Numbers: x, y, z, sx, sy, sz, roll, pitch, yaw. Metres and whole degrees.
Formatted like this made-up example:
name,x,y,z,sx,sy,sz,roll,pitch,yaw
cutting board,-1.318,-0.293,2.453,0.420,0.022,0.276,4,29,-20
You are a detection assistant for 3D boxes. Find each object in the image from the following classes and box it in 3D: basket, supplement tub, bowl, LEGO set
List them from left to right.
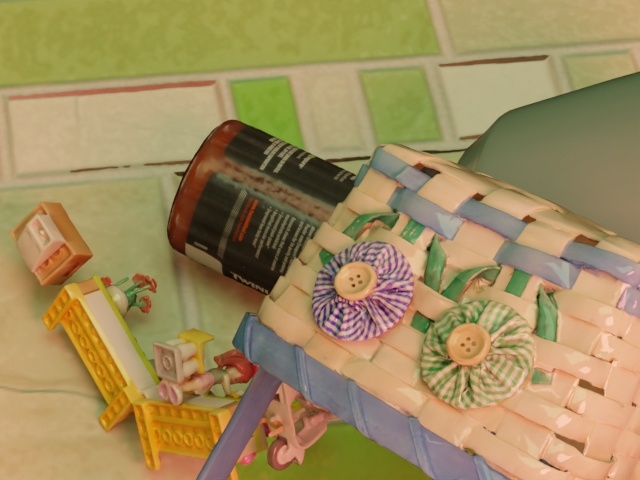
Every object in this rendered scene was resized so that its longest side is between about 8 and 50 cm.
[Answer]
name,x,y,z,sx,sy,sz,roll,pitch,yaw
LEGO set,-0.086,0.069,1.192,0.107,0.132,0.287,-20,36,-39
supplement tub,0.000,0.000,1.246,0.198,0.106,0.106,26,56,10
basket,0.060,0.109,0.966,0.255,0.201,0.289,25,97,32
bowl,0.171,0.030,1.162,0.163,0.311,0.311,4,53,18
